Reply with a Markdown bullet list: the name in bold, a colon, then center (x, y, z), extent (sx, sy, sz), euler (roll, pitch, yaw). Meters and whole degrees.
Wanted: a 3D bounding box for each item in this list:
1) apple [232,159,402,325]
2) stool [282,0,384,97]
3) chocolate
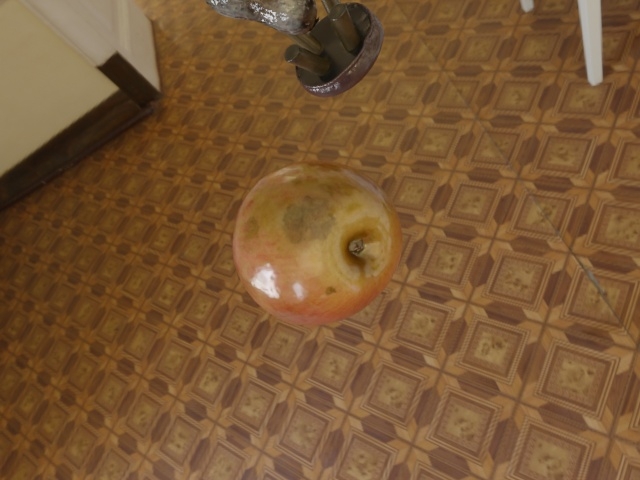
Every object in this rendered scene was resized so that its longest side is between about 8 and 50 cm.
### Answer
- **apple**: center (0.000, 0.000, 1.107), extent (0.364, 0.364, 0.363), euler (-14, 57, 23)
- **stool**: center (0.011, -0.534, 1.374), extent (0.272, 0.178, 0.271), euler (-16, 62, 32)
- **chocolate**: center (-0.121, -0.474, 1.016), extent (0.248, 0.110, 0.110), euler (16, 68, 1)
